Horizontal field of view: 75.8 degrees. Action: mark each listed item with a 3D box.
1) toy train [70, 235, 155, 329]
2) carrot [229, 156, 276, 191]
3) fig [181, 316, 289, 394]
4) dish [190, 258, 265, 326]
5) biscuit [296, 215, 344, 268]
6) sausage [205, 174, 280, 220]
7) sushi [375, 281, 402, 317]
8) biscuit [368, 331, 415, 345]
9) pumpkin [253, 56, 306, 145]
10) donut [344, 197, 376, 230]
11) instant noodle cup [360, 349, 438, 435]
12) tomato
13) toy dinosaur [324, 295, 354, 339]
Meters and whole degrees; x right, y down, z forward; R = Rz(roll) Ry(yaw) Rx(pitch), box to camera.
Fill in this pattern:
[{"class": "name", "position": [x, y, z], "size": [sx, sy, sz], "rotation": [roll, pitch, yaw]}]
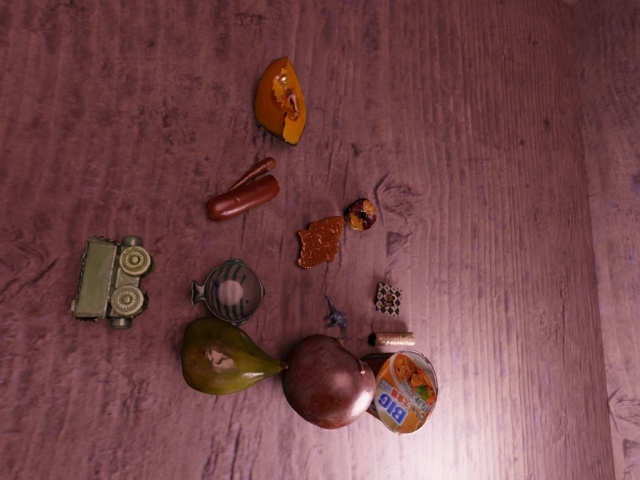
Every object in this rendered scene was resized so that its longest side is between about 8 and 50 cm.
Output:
[{"class": "toy train", "position": [-0.588, 0.117, 1.184], "size": [0.188, 0.159, 0.271], "rotation": [7, 78, -18]}, {"class": "carrot", "position": [-0.247, -0.240, 1.494], "size": [0.216, 0.048, 0.048], "rotation": [-39, 101, -23]}, {"class": "fig", "position": [-0.272, 0.353, 1.236], "size": [0.314, 0.233, 0.233], "rotation": [7, 75, 13]}, {"class": "dish", "position": [-0.311, 0.174, 1.361], "size": [0.246, 0.078, 0.224], "rotation": [3, 76, -30]}, {"class": "biscuit", "position": [0.000, 0.000, 1.587], "size": [0.183, 0.043, 0.280], "rotation": [49, 58, -17]}, {"class": "sausage", "position": [-0.263, -0.150, 1.443], "size": [0.300, 0.083, 0.089], "rotation": [-30, 92, -30]}, {"class": "sushi", "position": [0.278, 0.247, 1.708], "size": [0.120, 0.026, 0.126], "rotation": [22, 67, -21]}, {"class": "biscuit", "position": [0.296, 0.400, 1.674], "size": [0.219, 0.055, 0.061], "rotation": [8, 67, -27]}, {"class": "pumpkin", "position": [-0.149, -0.506, 1.563], "size": [0.169, 0.148, 0.312], "rotation": [13, 82, -66]}, {"class": "donut", "position": [0.162, -0.104, 1.683], "size": [0.141, 0.059, 0.140], "rotation": [6, 78, -29]}, {"class": "instant noodle cup", "position": [0.257, 0.547, 1.536], "size": [0.296, 0.214, 0.296], "rotation": [5, 79, -28]}, {"class": "tomato", "position": [0.026, 0.462, 1.373], "size": [0.317, 0.317, 0.282], "rotation": [41, 81, -17]}, {"class": "toy dinosaur", "position": [0.064, 0.301, 1.569], "size": [0.080, 0.045, 0.197], "rotation": [-29, 87, -32]}]
